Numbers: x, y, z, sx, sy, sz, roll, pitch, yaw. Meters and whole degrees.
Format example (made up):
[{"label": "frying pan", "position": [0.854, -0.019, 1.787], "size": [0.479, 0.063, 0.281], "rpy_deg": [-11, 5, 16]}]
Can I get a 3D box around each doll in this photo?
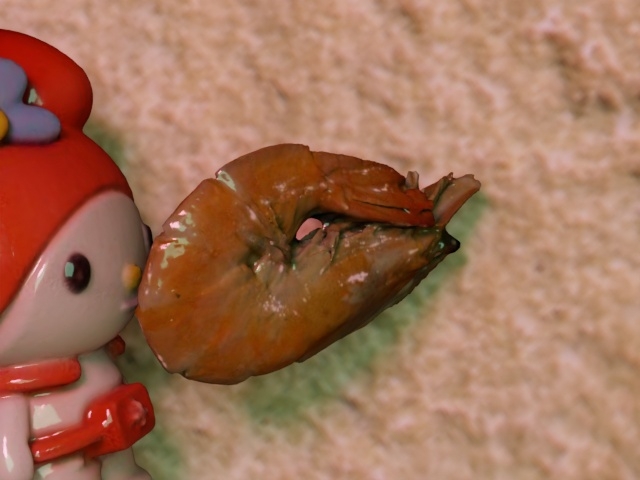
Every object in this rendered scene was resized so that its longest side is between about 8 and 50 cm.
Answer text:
[{"label": "doll", "position": [-0.153, 0.001, 0.920], "size": [0.130, 0.161, 0.290], "rpy_deg": [-13, 97, 24]}]

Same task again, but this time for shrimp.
[{"label": "shrimp", "position": [0.001, 0.000, 0.947], "size": [0.217, 0.051, 0.115], "rpy_deg": [-21, 127, -34]}]
